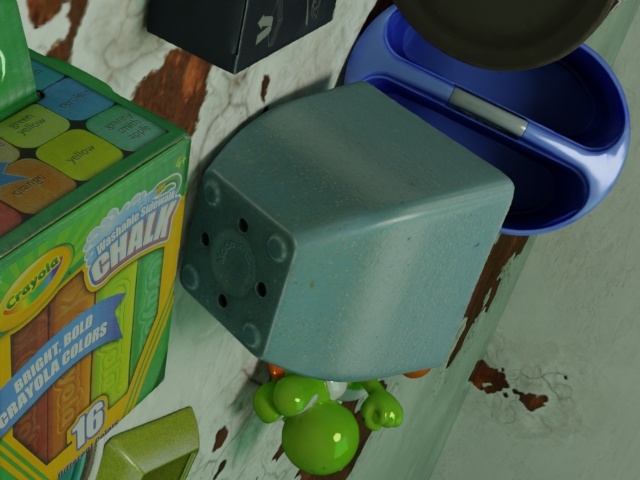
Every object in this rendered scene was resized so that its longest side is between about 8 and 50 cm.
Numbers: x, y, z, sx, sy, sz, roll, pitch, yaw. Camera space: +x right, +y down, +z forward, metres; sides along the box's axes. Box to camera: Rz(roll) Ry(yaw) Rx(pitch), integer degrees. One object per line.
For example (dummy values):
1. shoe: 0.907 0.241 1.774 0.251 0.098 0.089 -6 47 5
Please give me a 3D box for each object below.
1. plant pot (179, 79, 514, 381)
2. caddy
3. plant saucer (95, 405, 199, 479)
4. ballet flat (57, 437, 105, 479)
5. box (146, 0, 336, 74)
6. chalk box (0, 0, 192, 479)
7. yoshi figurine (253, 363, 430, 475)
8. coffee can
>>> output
1. plant pot: 0.000 0.000 1.116 0.252 0.247 0.247 -13 131 -42
2. caddy: 0.194 -0.151 1.266 0.241 0.341 0.179 -64 178 6
3. plant saucer: -0.216 0.304 1.261 0.188 0.045 0.188 -66 161 13
4. ballet flat: -0.295 0.257 0.905 0.400 0.139 0.139 -61 162 13
5. box: -0.049 -0.240 0.850 0.158 0.093 0.156 -40 152 -49
6. chalk box: -0.203 -0.005 0.651 0.180 0.179 0.289 -42 154 -45
7. yoshi figurine: 0.030 0.234 1.580 0.362 0.203 0.203 -20 142 -59
8. coffee can: 0.196 -0.281 0.860 0.275 0.201 0.201 -41 152 -44
